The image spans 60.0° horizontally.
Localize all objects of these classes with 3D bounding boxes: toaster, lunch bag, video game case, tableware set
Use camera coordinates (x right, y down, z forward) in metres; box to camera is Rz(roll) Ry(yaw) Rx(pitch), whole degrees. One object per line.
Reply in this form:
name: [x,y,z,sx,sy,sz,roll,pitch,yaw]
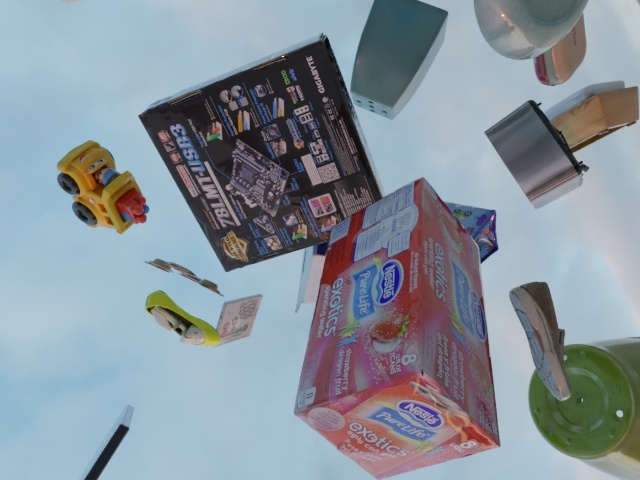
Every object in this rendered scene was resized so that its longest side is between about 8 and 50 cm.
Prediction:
toaster: [0.403,-0.157,1.032,0.168,0.110,0.186,61,-160,15]
lunch bag: [0.301,0.027,1.468,0.293,0.221,0.138,-41,-50,-34]
video game case: [-0.462,0.457,1.169,0.026,0.274,0.196,33,-106,-9]
tableware set: [-0.275,0.073,1.137,0.141,0.169,0.020,33,-104,-34]
video game case: [-0.240,0.230,1.604,0.019,0.143,0.157,29,-161,29]

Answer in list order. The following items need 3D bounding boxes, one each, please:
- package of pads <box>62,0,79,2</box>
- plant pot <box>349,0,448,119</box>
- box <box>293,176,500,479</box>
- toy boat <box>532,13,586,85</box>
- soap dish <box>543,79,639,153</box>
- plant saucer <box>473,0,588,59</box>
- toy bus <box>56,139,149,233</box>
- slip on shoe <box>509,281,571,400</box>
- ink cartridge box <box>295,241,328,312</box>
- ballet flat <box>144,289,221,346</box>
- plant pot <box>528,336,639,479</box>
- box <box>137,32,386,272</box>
package of pads: [-0.426,-0.534,0.800,0.297,0.101,0.229,35,-111,-45]
plant pot: [0.168,-0.415,1.286,0.166,0.165,0.234,24,-89,10]
box: [0.078,0.074,0.536,0.122,0.128,0.256,45,-147,-25]
toy boat: [0.455,-0.443,1.162,0.151,0.151,0.231,-46,-51,-27]
soap dish: [0.647,-0.289,1.432,0.229,0.291,0.118,-18,-99,-38]
plant saucer: [0.275,-0.318,0.673,0.195,0.194,0.037,21,-167,-33]
toy bus: [-0.537,-0.125,1.427,0.149,0.212,0.220,-51,-34,-35]
slip on shoe: [0.259,0.112,0.627,0.041,0.051,0.135,-20,-99,-3]
ink cartridge box: [0.000,0.000,1.067,0.045,0.224,0.223,10,-124,-5]
ballet flat: [-0.364,0.223,1.447,0.231,0.077,0.077,42,-158,-16]
plant pot: [0.672,0.376,1.263,0.353,0.367,0.366,17,-122,-34]
box: [-0.076,-0.120,0.854,0.073,0.294,0.295,-79,-32,-61]
